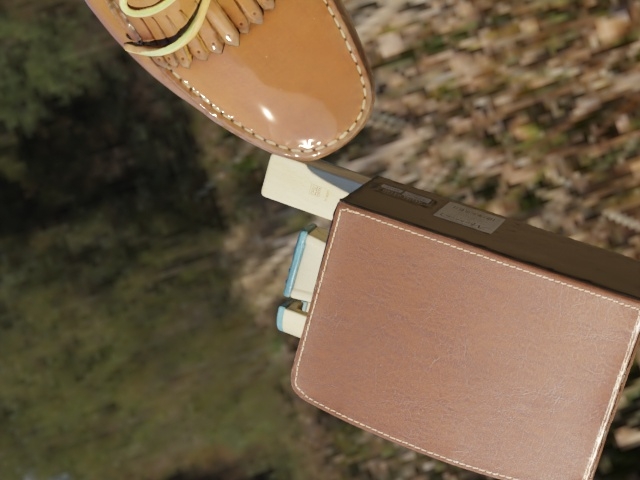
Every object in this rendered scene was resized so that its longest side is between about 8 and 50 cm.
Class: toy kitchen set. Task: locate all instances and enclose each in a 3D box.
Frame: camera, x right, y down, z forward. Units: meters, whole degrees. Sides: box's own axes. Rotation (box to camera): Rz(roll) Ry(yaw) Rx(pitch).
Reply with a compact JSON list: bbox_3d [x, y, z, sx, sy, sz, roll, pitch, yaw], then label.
[{"bbox_3d":[0.000,0.000,1.924,0.166,0.122,0.207,-31,-40,-68],"label":"toy kitchen set"}]

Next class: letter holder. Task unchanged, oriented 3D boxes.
[{"bbox_3d":[0.148,0.092,1.596,0.152,0.301,0.214,-36,-37,-70],"label":"letter holder"}]

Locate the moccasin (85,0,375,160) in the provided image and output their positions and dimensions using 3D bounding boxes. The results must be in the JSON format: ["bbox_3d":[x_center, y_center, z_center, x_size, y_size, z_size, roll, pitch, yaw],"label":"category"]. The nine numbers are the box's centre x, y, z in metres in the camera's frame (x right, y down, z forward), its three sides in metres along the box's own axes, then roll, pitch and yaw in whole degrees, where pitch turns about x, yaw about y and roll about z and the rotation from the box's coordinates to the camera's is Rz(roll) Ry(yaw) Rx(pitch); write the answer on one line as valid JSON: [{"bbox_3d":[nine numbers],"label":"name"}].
[{"bbox_3d":[-0.092,-0.198,0.944,0.380,0.139,0.147,58,178,-23],"label":"moccasin"}]
